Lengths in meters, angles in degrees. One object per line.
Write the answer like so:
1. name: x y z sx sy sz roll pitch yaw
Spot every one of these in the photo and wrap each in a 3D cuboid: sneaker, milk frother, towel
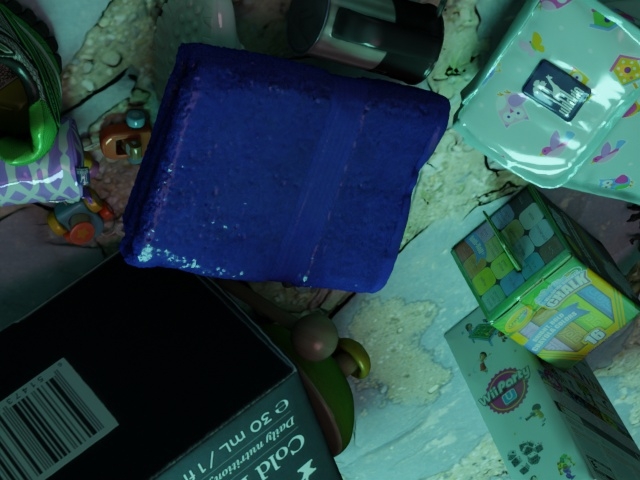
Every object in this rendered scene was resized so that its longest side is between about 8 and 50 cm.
1. sneaker: -0.337 -0.192 1.162 0.134 0.146 0.343 -39 132 14
2. sneaker: -0.104 -0.155 1.344 0.094 0.090 0.235 -19 139 -29
3. milk frother: 0.059 -0.236 1.323 0.134 0.129 0.143 10 84 -29
4. towel: -0.036 -0.067 1.337 0.308 0.076 0.228 7 111 -36

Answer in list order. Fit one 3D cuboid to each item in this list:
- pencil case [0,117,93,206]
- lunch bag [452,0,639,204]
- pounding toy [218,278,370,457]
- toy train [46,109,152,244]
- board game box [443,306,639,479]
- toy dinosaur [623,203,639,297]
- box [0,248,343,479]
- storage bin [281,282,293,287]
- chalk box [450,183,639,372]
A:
1. pencil case: -0.323 -0.065 1.319 0.206 0.086 0.088 -6 123 -4
2. lunch bag: 0.292 -0.166 1.419 0.262 0.160 0.223 11 134 -26
3. pounding toy: -0.004 0.133 1.604 0.110 0.183 0.237 -36 136 -23
4. toy train: -0.221 -0.053 1.407 0.125 0.046 0.166 -4 132 -17
5. board game box: 0.299 0.237 1.695 0.097 0.303 0.224 -41 132 18
6. toy dinosaur: 0.450 -0.021 1.690 0.268 0.064 0.118 -37 140 12
7. box: -0.229 0.336 1.500 0.480 0.297 0.472 -36 139 -15
8. storage bin: 0.000 0.000 1.516 0.135 0.098 0.091 -18 145 -5
9. chalk box: 0.253 0.038 1.615 0.132 0.132 0.213 -42 131 19
